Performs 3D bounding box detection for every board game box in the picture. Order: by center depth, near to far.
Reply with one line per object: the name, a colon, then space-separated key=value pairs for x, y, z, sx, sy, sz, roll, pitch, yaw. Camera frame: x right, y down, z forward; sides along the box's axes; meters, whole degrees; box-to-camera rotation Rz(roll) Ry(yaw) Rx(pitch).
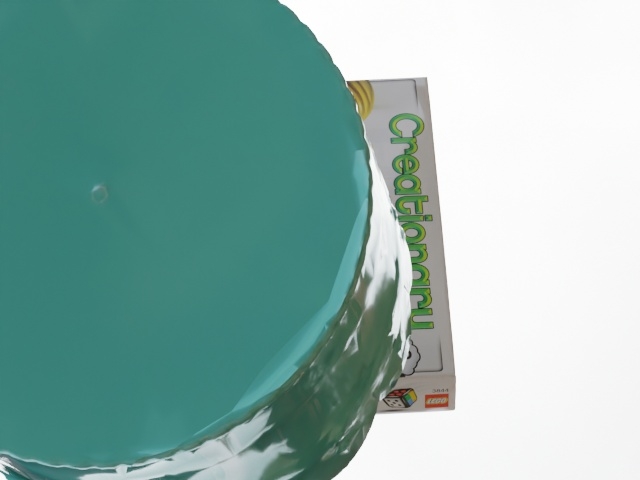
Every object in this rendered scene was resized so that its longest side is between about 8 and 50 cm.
board game box: x=0.000 y=0.000 z=1.392 sx=0.053 sy=0.193 sz=0.305 roll=87 pitch=180 yaw=-52

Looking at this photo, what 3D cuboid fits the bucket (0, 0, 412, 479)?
bucket: x=-0.091 y=0.003 z=0.846 sx=0.183 sy=0.281 sz=0.281 roll=72 pitch=-142 yaw=-74
